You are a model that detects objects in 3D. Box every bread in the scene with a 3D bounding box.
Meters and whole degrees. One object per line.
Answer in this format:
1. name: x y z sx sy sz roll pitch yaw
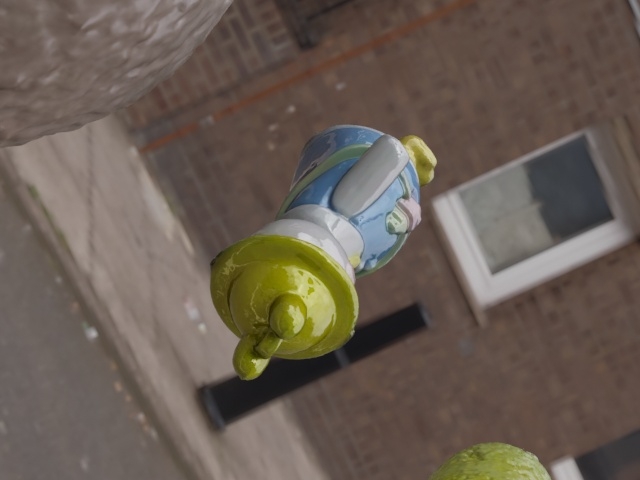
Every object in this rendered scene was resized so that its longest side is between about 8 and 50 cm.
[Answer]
1. bread: 0.136 0.234 1.184 0.114 0.129 0.111 -46 132 -64

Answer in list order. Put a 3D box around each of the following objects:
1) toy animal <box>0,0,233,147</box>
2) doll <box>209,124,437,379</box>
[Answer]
1. toy animal: -0.117 -0.167 0.613 0.226 0.358 0.188 27 8 -43
2. doll: 0.000 0.001 0.902 0.099 0.135 0.241 65 30 -23
